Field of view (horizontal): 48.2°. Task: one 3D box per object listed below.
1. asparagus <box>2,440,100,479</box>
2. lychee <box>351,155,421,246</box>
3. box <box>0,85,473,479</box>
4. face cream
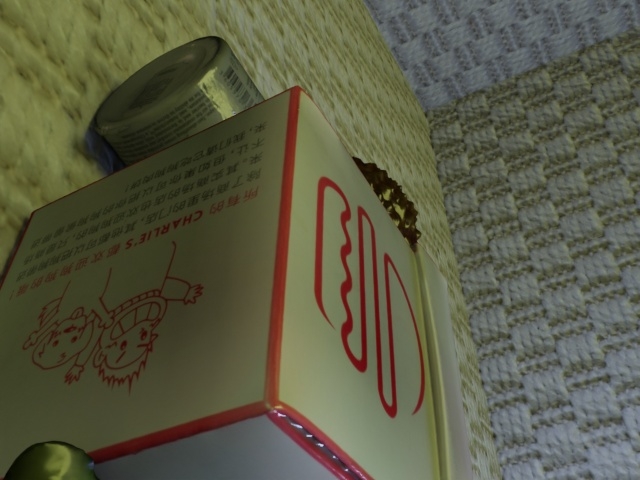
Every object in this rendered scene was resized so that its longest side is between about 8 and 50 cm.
[{"bbox_3d":[-0.177,0.293,0.334,0.128,0.108,0.382,125,-27,-61],"label":"asparagus"},{"bbox_3d":[0.000,0.000,1.002,0.267,0.267,0.267,53,26,-40],"label":"lychee"},{"bbox_3d":[-0.073,0.116,0.594,0.300,0.314,0.312,51,27,-37],"label":"box"},{"bbox_3d":[-0.146,-0.127,0.827,0.153,0.177,0.177,55,25,-31],"label":"face cream"}]
